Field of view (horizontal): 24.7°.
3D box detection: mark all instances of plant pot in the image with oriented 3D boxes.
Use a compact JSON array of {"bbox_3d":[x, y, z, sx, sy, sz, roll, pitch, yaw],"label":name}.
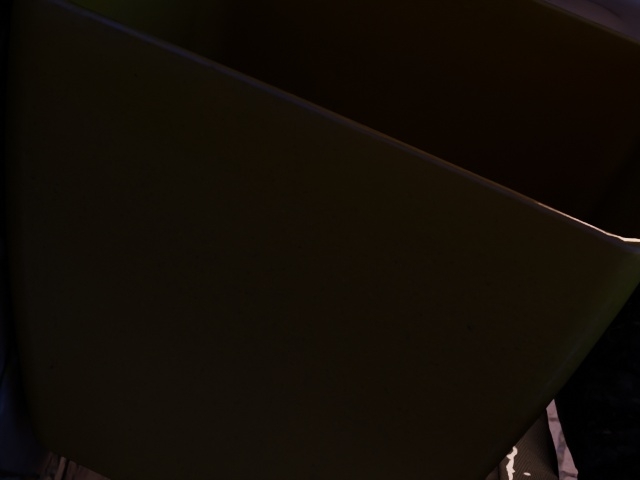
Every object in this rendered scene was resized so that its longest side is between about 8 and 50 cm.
[{"bbox_3d":[0.000,0.000,0.563,0.212,0.212,0.187,-55,167,-62],"label":"plant pot"}]

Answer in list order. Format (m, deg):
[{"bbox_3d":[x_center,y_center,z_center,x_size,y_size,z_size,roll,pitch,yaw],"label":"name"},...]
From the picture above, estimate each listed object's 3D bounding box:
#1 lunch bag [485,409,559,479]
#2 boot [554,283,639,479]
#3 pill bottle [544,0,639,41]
[{"bbox_3d":[0.021,0.210,0.647,0.287,0.169,0.235,-54,-176,18],"label":"lunch bag"},{"bbox_3d":[0.161,0.041,0.606,0.260,0.131,0.348,74,11,-48],"label":"boot"},{"bbox_3d":[0.127,-0.317,0.728,0.229,0.229,0.407,9,92,-78],"label":"pill bottle"}]
